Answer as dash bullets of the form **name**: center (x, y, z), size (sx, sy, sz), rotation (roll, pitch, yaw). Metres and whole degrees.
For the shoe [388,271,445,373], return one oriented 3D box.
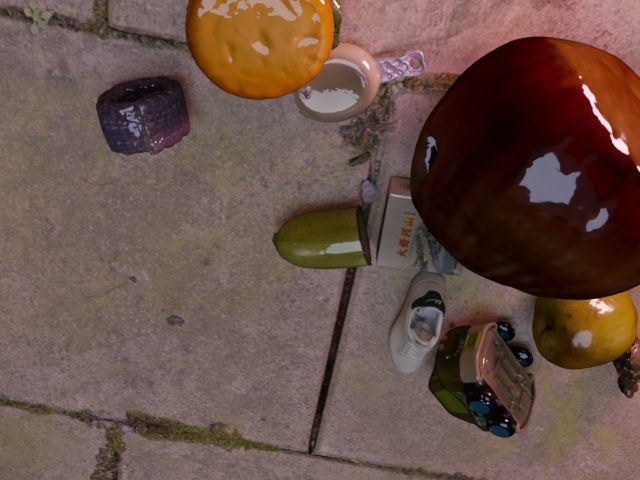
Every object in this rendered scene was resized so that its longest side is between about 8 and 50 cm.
- **shoe**: center (0.197, 0.194, 1.543), size (0.095, 0.110, 0.265), rotation (8, 122, -1)

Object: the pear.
- **pear**: center (0.503, 0.155, 1.439), size (0.199, 0.200, 0.200), rotation (3, 125, 4)

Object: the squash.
- **squash**: center (0.000, 0.000, 1.423), size (0.186, 0.123, 0.123), rotation (-5, 124, 8)

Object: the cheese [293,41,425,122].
- **cheese**: center (0.063, -0.275, 1.259), size (0.227, 0.064, 0.137), rotation (-11, 124, 12)

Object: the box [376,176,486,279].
- **box**: center (0.243, -0.019, 1.413), size (0.256, 0.069, 0.164), rotation (8, 125, 0)

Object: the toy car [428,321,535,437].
- **toy car**: center (0.317, 0.292, 1.572), size (0.198, 0.204, 0.248), rotation (-12, 128, 40)

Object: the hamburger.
- **hamburger**: center (-0.091, -0.346, 1.159), size (0.245, 0.170, 0.246), rotation (-3, 129, -3)

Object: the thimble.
- **thimble**: center (-0.301, -0.214, 1.286), size (0.150, 0.150, 0.098), rotation (-4, 121, 8)

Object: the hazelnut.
- **hazelnut**: center (0.360, -0.115, 1.166), size (0.429, 0.402, 0.402), rotation (24, 124, -20)

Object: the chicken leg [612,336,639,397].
- **chicken leg**: center (0.648, 0.265, 1.570), size (0.069, 0.085, 0.198), rotation (-27, 135, -5)
